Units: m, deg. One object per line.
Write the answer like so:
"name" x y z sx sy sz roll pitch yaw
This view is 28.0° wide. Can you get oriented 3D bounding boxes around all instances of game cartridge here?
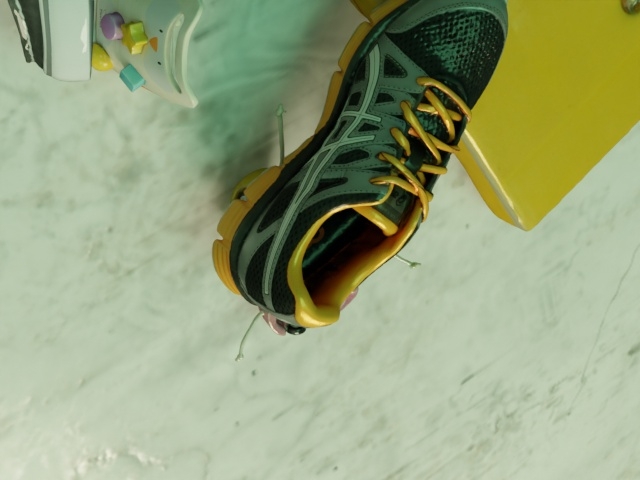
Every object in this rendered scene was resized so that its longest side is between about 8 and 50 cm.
"game cartridge" 0.143 -0.203 0.743 0.285 0.052 0.324 -45 130 -7

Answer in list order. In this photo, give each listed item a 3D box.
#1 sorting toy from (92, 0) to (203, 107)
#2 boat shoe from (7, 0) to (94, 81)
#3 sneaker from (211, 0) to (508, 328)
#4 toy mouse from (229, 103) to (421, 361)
"sorting toy" -0.077 -0.100 0.618 0.045 0.075 0.083 -11 120 -32
"boat shoe" -0.140 -0.169 0.537 0.076 0.080 0.228 -5 131 -5
"sneaker" 0.034 -0.042 0.676 0.084 0.083 0.215 31 97 -36
"toy mouse" 0.000 0.000 0.760 0.143 0.031 0.161 7 111 -38
